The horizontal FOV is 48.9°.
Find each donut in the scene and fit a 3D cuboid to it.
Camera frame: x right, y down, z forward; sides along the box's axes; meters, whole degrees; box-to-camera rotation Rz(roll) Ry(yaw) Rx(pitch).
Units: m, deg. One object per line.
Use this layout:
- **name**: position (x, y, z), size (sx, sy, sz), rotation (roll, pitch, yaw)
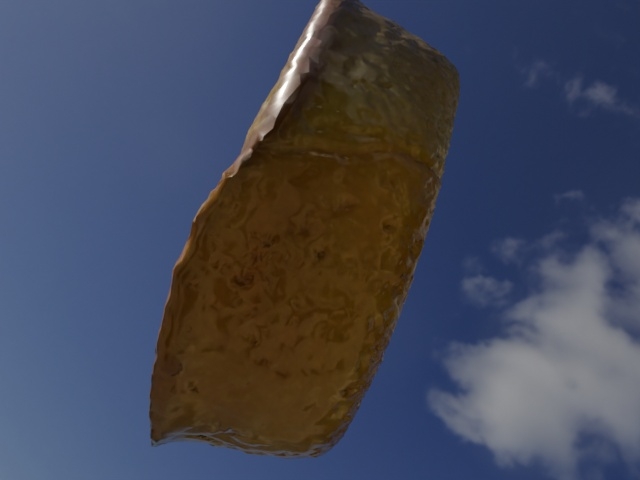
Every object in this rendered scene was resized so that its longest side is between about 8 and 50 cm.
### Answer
- **donut**: position (0.000, 0.000, 0.442), size (0.110, 0.303, 0.303), rotation (21, -41, 2)
